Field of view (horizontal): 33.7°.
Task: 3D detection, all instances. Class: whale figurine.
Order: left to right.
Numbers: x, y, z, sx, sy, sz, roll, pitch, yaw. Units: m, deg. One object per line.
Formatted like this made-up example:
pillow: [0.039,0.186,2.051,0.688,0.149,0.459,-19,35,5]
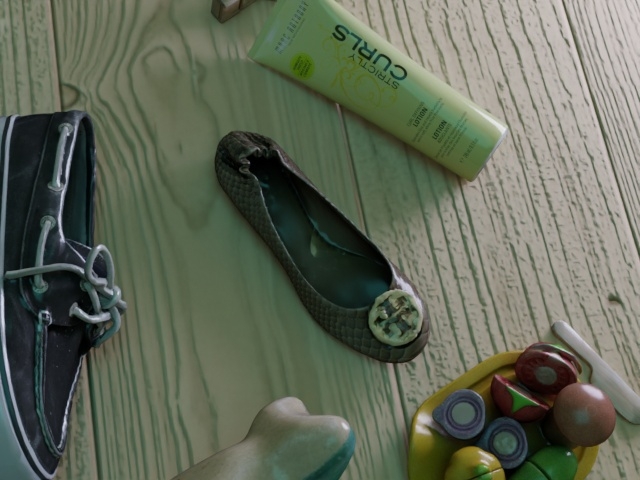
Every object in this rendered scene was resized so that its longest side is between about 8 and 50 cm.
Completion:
whale figurine: [-0.070,0.234,0.716,0.272,0.216,0.141,-48,111,-18]

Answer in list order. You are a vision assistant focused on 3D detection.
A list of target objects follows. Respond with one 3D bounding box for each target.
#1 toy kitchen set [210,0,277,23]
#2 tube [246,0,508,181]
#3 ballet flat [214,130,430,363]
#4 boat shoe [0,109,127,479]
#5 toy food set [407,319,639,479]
toy kitchen set: [-0.044,-0.225,0.968,0.083,0.068,0.075,-37,79,-21]
tube: [0.052,-0.140,0.954,0.240,0.062,0.070,34,69,4]
ballet flat: [0.000,0.000,0.889,0.084,0.058,0.250,-36,78,-21]
boat shoe: [-0.203,0.037,0.808,0.105,0.113,0.306,-9,60,1]
toy food set: [0.171,0.145,0.853,0.218,0.071,0.128,-31,76,-21]
